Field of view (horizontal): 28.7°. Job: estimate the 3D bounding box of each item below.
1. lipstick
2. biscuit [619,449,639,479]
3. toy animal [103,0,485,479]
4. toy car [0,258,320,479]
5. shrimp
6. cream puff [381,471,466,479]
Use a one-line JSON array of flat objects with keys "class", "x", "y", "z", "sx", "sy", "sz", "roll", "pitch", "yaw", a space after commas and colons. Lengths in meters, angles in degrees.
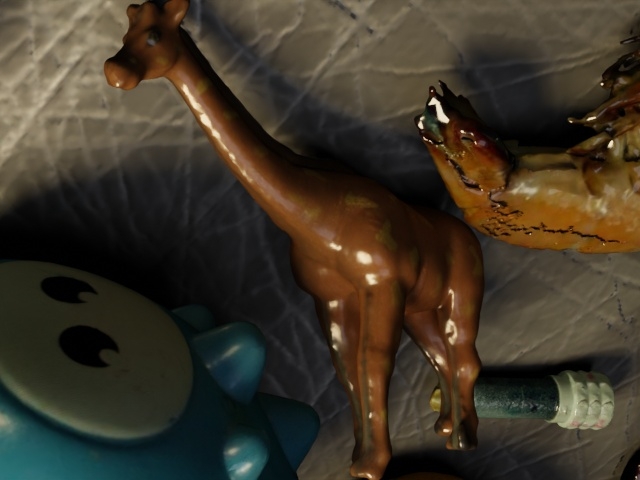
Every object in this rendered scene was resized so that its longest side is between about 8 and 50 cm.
[{"class": "lipstick", "x": 0.119, "y": 0.096, "z": 0.759, "sx": 0.116, "sy": 0.037, "sz": 0.037, "roll": 4, "pitch": 123, "yaw": -15}, {"class": "biscuit", "x": 0.307, "y": 0.209, "z": 0.875, "sx": 0.235, "sy": 0.063, "sz": 0.151, "roll": 2, "pitch": 110, "yaw": -19}, {"class": "toy animal", "x": 0.000, "y": 0.000, "z": 0.601, "sx": 0.224, "sy": 0.066, "sz": 0.229, "roll": -7, "pitch": 86, "yaw": -47}, {"class": "toy car", "x": -0.096, "y": 0.112, "z": 0.596, "sx": 0.190, "sy": 0.188, "sz": 0.255, "roll": -31, "pitch": 129, "yaw": -1}, {"class": "shrimp", "x": 0.146, "y": -0.110, "z": 0.602, "sx": 0.222, "sy": 0.054, "sz": 0.290, "roll": -16, "pitch": 126, "yaw": -9}, {"class": "cream puff", "x": 0.061, "y": 0.223, "z": 0.776, "sx": 0.165, "sy": 0.115, "sz": 0.150, "roll": -9, "pitch": 125, "yaw": -14}]
